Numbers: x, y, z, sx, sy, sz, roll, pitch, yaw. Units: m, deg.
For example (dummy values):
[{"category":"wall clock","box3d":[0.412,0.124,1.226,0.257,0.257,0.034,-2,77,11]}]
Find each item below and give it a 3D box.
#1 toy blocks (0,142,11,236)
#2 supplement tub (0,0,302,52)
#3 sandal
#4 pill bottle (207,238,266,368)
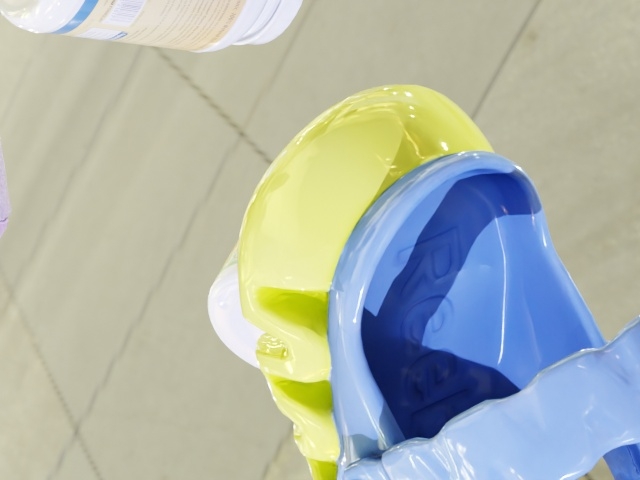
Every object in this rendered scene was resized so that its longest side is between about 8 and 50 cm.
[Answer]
[{"category":"toy blocks","box3d":[-0.289,-0.117,0.571,0.309,0.288,0.260,17,95,26]},{"category":"supplement tub","box3d":[-0.120,-0.209,1.113,0.144,0.200,0.144,-4,84,52]},{"category":"sandal","box3d":[0.063,0.112,0.511,0.126,0.317,0.138,-30,34,-25]},{"category":"pill bottle","box3d":[0.000,0.000,1.494,0.136,0.136,0.245,-34,21,44]}]
